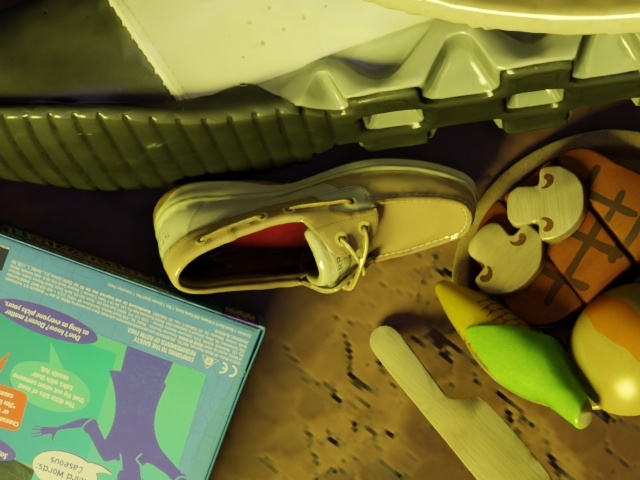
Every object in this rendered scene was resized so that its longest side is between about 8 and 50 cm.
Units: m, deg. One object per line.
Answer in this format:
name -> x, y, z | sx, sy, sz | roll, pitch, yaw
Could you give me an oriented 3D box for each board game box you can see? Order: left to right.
board game box -> -0.133, 0.104, 0.828 | 0.160, 0.047, 0.210 | 21, 93, -4

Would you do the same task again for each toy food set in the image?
toy food set -> 0.112, 0.010, 0.803 | 0.192, 0.038, 0.132 | -44, 56, 1

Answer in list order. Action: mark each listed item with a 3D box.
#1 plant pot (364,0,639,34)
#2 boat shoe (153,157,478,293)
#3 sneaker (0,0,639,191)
plant pot -> 0.083, -0.291, 0.652 | 0.333, 0.334, 0.305 | 21, 60, -4
boat shoe -> 0.000, 0.000, 0.817 | 0.135, 0.045, 0.050 | -8, 135, -1
sneaker -> -0.025, -0.105, 0.792 | 0.330, 0.122, 0.146 | -9, 80, -2
